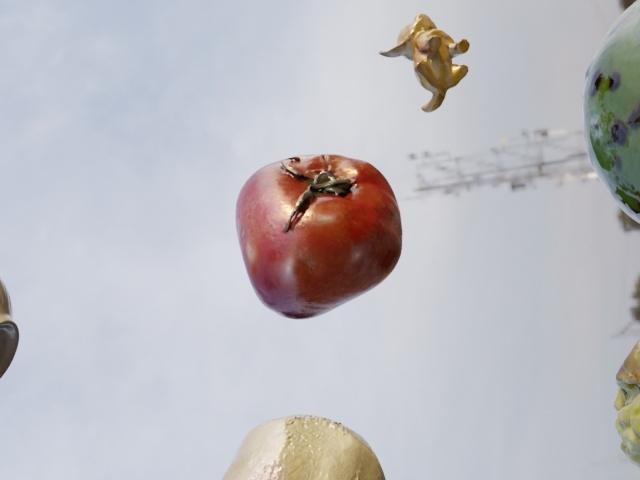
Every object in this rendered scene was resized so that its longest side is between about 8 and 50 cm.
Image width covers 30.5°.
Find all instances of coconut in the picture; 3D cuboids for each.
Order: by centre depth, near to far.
[{"bbox_3d":[-0.027,0.350,1.504,0.230,0.227,0.227,-71,-32,-48],"label":"coconut"}]

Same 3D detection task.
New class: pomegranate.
[{"bbox_3d":[0.301,-0.130,0.901,0.306,0.242,0.242,43,-139,-46],"label":"pomegranate"}]

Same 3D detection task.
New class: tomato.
[{"bbox_3d":[0.000,0.000,1.190,0.187,0.187,0.151,-59,-23,-63],"label":"tomato"}]

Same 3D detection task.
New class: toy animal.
[{"bbox_3d":[0.087,-0.150,0.983,0.083,0.060,0.081,-157,68,-64],"label":"toy animal"}]

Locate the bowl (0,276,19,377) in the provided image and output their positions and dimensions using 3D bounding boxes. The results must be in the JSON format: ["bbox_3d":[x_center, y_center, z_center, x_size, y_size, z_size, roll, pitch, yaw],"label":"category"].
[{"bbox_3d":[-0.376,0.106,1.239,0.189,0.086,0.189,-55,-19,-30],"label":"bowl"}]

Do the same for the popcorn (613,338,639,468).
[{"bbox_3d":[0.477,0.182,1.480,0.237,0.205,0.252,-33,68,63],"label":"popcorn"}]
